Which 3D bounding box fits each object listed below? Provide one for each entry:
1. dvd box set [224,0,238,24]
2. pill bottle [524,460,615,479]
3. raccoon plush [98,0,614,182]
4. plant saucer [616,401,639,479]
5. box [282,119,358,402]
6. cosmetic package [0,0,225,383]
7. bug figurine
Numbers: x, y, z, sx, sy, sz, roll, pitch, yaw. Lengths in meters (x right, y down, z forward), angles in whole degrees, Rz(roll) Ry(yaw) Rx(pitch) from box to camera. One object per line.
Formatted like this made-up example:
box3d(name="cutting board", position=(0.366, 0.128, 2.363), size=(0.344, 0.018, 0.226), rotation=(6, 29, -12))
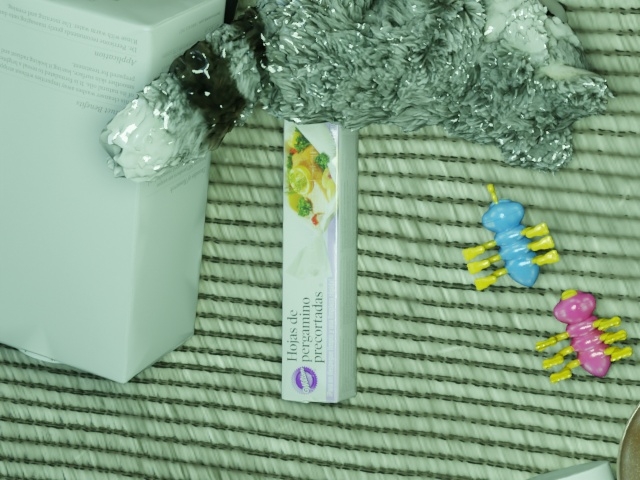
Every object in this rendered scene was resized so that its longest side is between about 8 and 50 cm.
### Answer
box3d(name="dvd box set", position=(-0.281, -0.290, 2.063), size=(0.420, 0.062, 0.308), rotation=(27, 118, 17))
box3d(name="pill bottle", position=(0.257, 0.334, 1.902), size=(0.131, 0.131, 0.229), rotation=(-17, 87, 20))
box3d(name="raccoon plush", position=(0.052, -0.112, 1.874), size=(0.446, 0.216, 0.299), rotation=(-42, 83, -9))
box3d(name="plant saucer", position=(0.375, 0.211, 1.854), size=(0.198, 0.036, 0.199), rotation=(-10, 67, 25))
box3d(name="box", position=(0.000, 0.000, 2.015), size=(0.063, 0.067, 0.324), rotation=(2, 94, 21))
box3d(name="cosmetic package", position=(-0.234, -0.074, 1.993), size=(0.217, 0.156, 0.385), rotation=(19, 118, 21))
box3d(name="bug figurine", position=(0.288, 0.020, 1.906), size=(0.279, 0.072, 0.216), rotation=(-17, 95, 16))
